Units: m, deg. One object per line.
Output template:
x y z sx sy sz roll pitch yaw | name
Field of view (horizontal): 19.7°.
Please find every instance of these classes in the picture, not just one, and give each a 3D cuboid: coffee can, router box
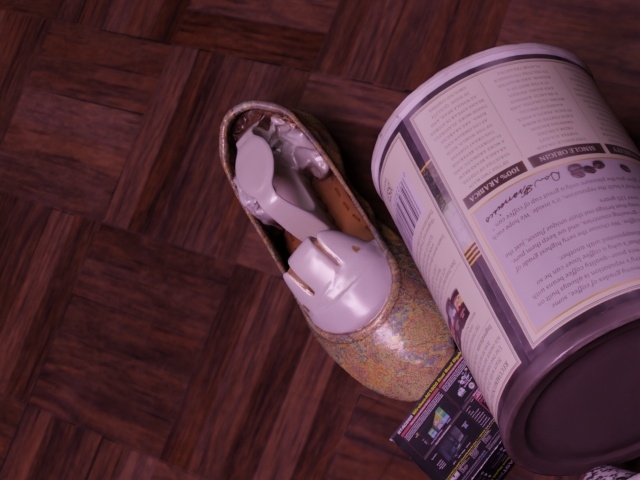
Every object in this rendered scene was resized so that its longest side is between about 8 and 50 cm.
0.180 0.012 1.420 0.201 0.201 0.275 -39 51 19 | coffee can
0.127 0.147 1.514 0.122 0.038 0.092 -53 49 7 | router box

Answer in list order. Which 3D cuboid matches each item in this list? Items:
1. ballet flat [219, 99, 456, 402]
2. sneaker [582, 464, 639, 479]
0.000 0.000 1.628 0.123 0.123 0.348 -43 51 16 | ballet flat
0.184 0.343 1.353 0.410 0.158 0.182 -64 17 0 | sneaker
